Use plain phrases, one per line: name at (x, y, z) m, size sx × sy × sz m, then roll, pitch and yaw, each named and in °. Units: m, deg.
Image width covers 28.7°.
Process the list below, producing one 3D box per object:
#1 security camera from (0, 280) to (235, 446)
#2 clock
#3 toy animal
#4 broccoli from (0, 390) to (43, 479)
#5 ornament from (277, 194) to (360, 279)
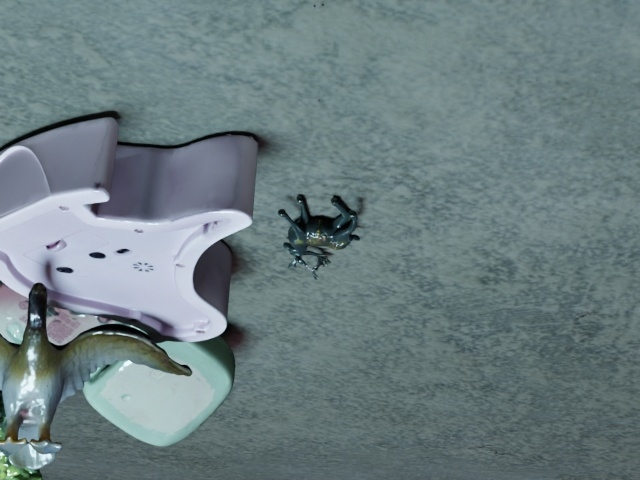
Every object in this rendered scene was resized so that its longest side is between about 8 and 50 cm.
security camera at (-0.228, 0.102, 1.317) m, size 0.301 × 0.080 × 0.157 m, roll 37°, pitch 111°, yaw -28°
clock at (-0.150, -0.008, 1.112) m, size 0.290 × 0.080 × 0.275 m, roll -20°, pitch 144°, yaw 40°
toy animal at (-0.250, 0.119, 1.149) m, size 0.272 × 0.160 × 0.197 m, roll 6°, pitch 159°, yaw -9°
broccoli at (-0.442, 0.233, 1.410) m, size 0.263 × 0.243 × 0.247 m, roll 35°, pitch 178°, yaw -16°
ornament at (0.000, 0.000, 1.159) m, size 0.073 × 0.028 × 0.125 m, roll 3°, pitch 150°, yaw 4°
